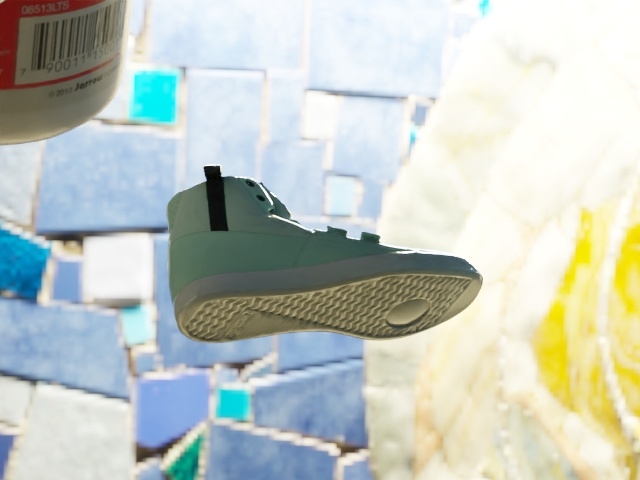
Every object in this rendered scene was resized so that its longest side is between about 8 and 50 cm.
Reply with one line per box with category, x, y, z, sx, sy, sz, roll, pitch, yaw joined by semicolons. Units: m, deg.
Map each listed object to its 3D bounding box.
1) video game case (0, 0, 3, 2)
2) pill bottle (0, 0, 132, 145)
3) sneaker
video game case;-0.192;-0.200;0.689;0.023;0.183;0.201;-27;16;29
pill bottle;-0.223;-0.287;0.956;0.229;0.407;0.229;9;33;-6
sneaker;0.000;0.000;1.167;0.256;0.094;0.151;-1;48;-18
